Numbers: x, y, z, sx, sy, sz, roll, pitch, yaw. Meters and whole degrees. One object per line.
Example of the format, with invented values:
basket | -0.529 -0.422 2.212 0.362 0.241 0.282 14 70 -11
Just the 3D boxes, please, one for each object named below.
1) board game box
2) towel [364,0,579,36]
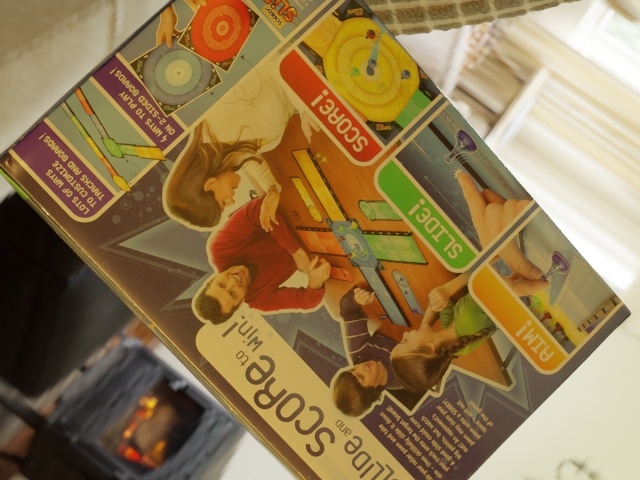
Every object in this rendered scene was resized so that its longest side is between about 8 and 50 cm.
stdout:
board game box | 0.000 0.000 0.485 0.136 0.201 0.035 -43 -169 -8
towel | 0.097 -0.201 0.614 0.235 0.284 0.121 55 34 -63
